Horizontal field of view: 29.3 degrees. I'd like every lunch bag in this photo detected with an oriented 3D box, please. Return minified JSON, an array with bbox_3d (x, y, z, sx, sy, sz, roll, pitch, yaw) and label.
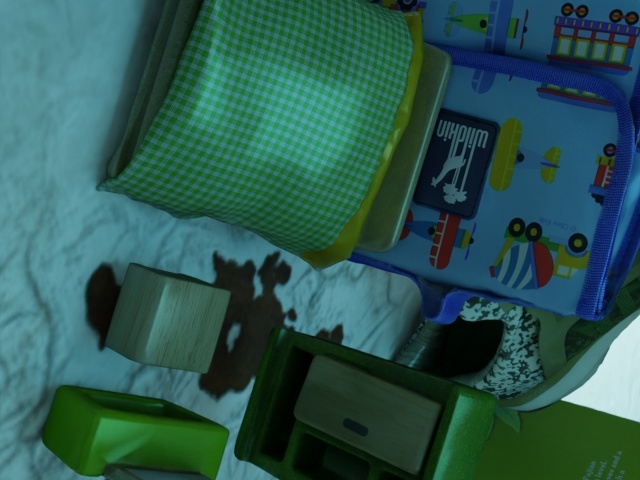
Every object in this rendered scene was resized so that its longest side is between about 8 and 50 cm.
[{"bbox_3d":[0.116,-0.086,0.797,0.138,0.221,0.293,27,79,-59],"label":"lunch bag"}]

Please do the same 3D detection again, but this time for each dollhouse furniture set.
[{"bbox_3d":[0.000,0.000,0.665,0.197,0.151,0.302,17,90,-45],"label":"dollhouse furniture set"}]

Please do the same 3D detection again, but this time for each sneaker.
[{"bbox_3d":[0.179,0.013,0.921,0.182,0.158,0.410,-16,146,-39],"label":"sneaker"}]

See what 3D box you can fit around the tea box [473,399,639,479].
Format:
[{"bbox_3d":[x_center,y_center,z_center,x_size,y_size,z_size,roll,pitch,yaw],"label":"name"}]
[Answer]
[{"bbox_3d":[0.260,0.328,1.123,0.220,0.323,0.329,-58,145,-27],"label":"tea box"}]
